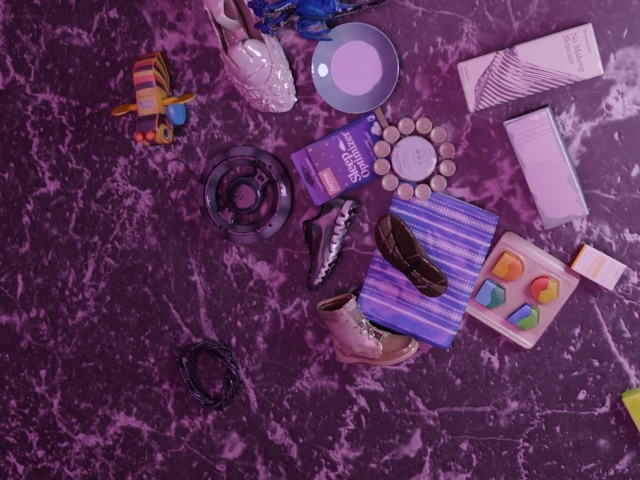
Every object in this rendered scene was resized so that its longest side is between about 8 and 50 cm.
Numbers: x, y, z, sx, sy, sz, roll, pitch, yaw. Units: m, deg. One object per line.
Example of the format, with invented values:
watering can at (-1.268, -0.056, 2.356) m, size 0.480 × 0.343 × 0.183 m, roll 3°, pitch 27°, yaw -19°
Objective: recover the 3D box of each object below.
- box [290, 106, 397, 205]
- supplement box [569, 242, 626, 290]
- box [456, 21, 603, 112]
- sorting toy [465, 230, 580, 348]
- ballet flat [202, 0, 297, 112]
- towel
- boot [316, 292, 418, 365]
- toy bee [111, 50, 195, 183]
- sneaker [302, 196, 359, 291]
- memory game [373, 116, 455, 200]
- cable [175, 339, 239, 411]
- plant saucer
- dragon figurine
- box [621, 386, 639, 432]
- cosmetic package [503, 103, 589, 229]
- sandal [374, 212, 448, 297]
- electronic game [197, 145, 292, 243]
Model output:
box at (0.060, -0.181, 1.927) m, size 0.225 × 0.036 × 0.136 m, roll -27°, pitch 94°, yaw 5°
supplement box at (0.589, 0.056, 1.858) m, size 0.098 × 0.036 × 0.062 m, roll 30°, pitch 98°, yaw 8°
box at (0.426, -0.352, 1.784) m, size 0.275 × 0.094 × 0.113 m, roll -16°, pitch 98°, yaw 19°
sorting toy at (0.434, 0.112, 1.918) m, size 0.193 × 0.038 × 0.208 m, roll 32°, pitch 108°, yaw 7°
ballet flat at (-0.188, -0.459, 1.912) m, size 0.147 × 0.147 × 0.408 m, roll -23°, pitch 96°, yaw 19°
towel at (0.229, 0.057, 1.950) m, size 0.243 × 0.040 × 0.335 m, roll 22°, pitch 107°, yaw 15°
boot at (0.103, 0.198, 1.971) m, size 0.213 × 0.077 × 0.165 m, roll -5°, pitch 120°, yaw 33°
toy bee at (-0.367, -0.282, 1.987) m, size 0.195 × 0.162 × 0.298 m, roll -29°, pitch 93°, yaw 18°
sneaker at (0.000, 0.000, 1.996) m, size 0.106 × 0.078 × 0.234 m, roll 24°, pitch 104°, yaw 12°
memory game at (0.204, -0.177, 1.899) m, size 0.186 × 0.012 × 0.186 m, roll 0°, pitch 90°, yaw -2°
cable at (-0.270, 0.336, 2.166) m, size 0.151 × 0.047 × 0.184 m, roll -22°, pitch 93°, yaw 14°
plant saucer at (0.078, -0.376, 1.906) m, size 0.195 × 0.037 × 0.194 m, roll 4°, pitch 104°, yaw 15°
dragon figurine at (-0.006, -0.478, 1.841) m, size 0.289 × 0.085 × 0.144 m, roll 15°, pitch 62°, yaw 12°
box at (0.756, 0.348, 1.880) m, size 0.178 × 0.042 × 0.109 m, roll -28°, pitch 94°, yaw 20°
cosmetic package at (0.467, -0.154, 1.803) m, size 0.107 × 0.127 × 0.237 m, roll -18°, pitch 95°, yaw 18°
sandal at (0.201, 0.030, 1.915) m, size 0.219 × 0.060 × 0.090 m, roll 45°, pitch 116°, yaw -9°
electronic game at (-0.177, -0.105, 2.032) m, size 0.229 × 0.048 × 0.229 m, roll 1°, pitch 96°, yaw 11°
